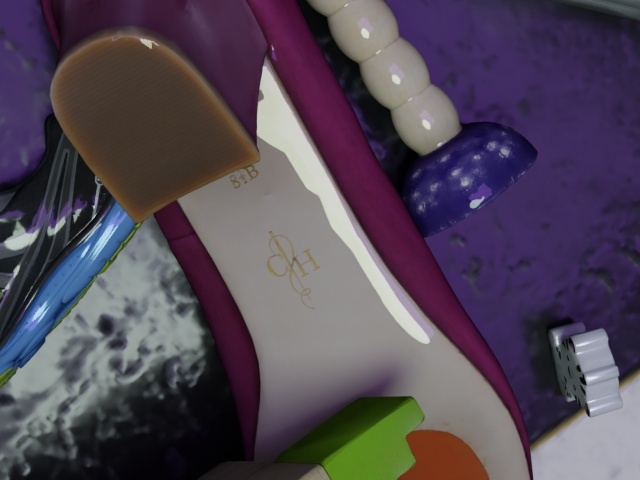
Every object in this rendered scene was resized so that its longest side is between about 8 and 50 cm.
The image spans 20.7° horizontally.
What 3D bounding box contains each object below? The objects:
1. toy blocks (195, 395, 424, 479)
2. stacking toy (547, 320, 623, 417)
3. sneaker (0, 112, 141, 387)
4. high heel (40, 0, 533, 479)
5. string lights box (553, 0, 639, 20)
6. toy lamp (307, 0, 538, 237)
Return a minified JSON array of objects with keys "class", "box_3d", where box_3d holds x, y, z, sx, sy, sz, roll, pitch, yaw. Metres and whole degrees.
[{"class":"toy blocks","box_3d":[-0.064,0.270,0.655,0.381,0.191,0.261,-33,99,-25]},{"class":"stacking toy","box_3d":[0.217,0.117,0.852,0.167,0.052,0.221,-16,97,-7]},{"class":"sneaker","box_3d":[-0.154,0.021,0.784,0.078,0.067,0.188,41,83,0]},{"class":"high heel","box_3d":[0.000,0.000,0.783,0.127,0.181,0.377,-19,127,12]},{"class":"string lights box","box_3d":[0.152,-0.236,0.801,0.133,0.077,0.259,11,92,-8]},{"class":"toy lamp","box_3d":[-0.004,-0.133,0.786,0.080,0.080,0.274,-36,101,-5]}]
